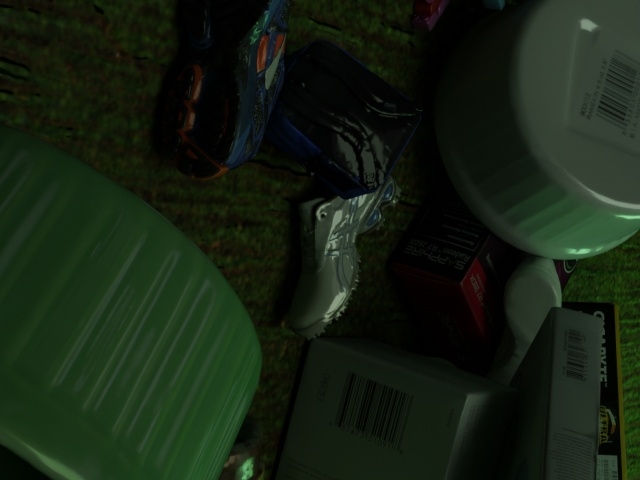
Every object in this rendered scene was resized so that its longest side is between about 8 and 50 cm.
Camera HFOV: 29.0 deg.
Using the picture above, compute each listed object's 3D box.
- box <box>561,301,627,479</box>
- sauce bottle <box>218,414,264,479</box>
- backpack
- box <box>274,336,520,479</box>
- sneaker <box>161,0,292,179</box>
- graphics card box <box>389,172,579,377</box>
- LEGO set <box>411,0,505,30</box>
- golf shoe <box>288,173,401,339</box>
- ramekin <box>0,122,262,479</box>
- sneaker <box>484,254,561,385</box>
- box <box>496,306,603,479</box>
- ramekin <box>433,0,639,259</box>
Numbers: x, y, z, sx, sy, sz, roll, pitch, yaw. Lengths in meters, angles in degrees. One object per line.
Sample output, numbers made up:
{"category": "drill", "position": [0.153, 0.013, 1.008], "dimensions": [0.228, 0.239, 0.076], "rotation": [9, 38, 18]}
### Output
{"category": "box", "position": [0.287, 0.254, 1.439], "dimensions": [0.322, 0.079, 0.257], "rotation": [87, 5, -59]}
{"category": "sauce bottle", "position": [-0.108, 0.308, 1.052], "dimensions": [0.111, 0.111, 0.344], "rotation": [-21, 122, -50]}
{"category": "backpack", "position": [0.003, -0.101, 1.044], "dimensions": [0.120, 0.101, 0.098], "rotation": [38, 65, -21]}
{"category": "box", "position": [0.070, 0.202, 1.193], "dimensions": [0.119, 0.181, 0.182], "rotation": [7, 98, -56]}
{"category": "sneaker", "position": [-0.062, -0.155, 0.959], "dimensions": [0.087, 0.083, 0.221], "rotation": [-2, 111, -69]}
{"category": "graphics card box", "position": [0.231, -0.041, 1.401], "dimensions": [0.371, 0.094, 0.233], "rotation": [-58, 144, -23]}
{"category": "LEGO set", "position": [0.166, -0.312, 1.197], "dimensions": [0.227, 0.087, 0.093], "rotation": [-58, 144, -24]}
{"category": "golf shoe", "position": [0.000, 0.000, 1.131], "dimensions": [0.086, 0.069, 0.176], "rotation": [33, 72, -35]}
{"category": "ramekin", "position": [-0.181, 0.067, 0.683], "dimensions": [0.148, 0.303, 0.303], "rotation": [-62, 145, -29]}
{"category": "sneaker", "position": [0.225, 0.108, 1.321], "dimensions": [0.094, 0.080, 0.212], "rotation": [-57, 157, -58]}
{"category": "box", "position": [0.193, 0.249, 1.207], "dimensions": [0.322, 0.058, 0.232], "rotation": [104, -1, -49]}
{"category": "ramekin", "position": [0.266, -0.128, 1.242], "dimensions": [0.277, 0.135, 0.277], "rotation": [5, 77, -21]}
